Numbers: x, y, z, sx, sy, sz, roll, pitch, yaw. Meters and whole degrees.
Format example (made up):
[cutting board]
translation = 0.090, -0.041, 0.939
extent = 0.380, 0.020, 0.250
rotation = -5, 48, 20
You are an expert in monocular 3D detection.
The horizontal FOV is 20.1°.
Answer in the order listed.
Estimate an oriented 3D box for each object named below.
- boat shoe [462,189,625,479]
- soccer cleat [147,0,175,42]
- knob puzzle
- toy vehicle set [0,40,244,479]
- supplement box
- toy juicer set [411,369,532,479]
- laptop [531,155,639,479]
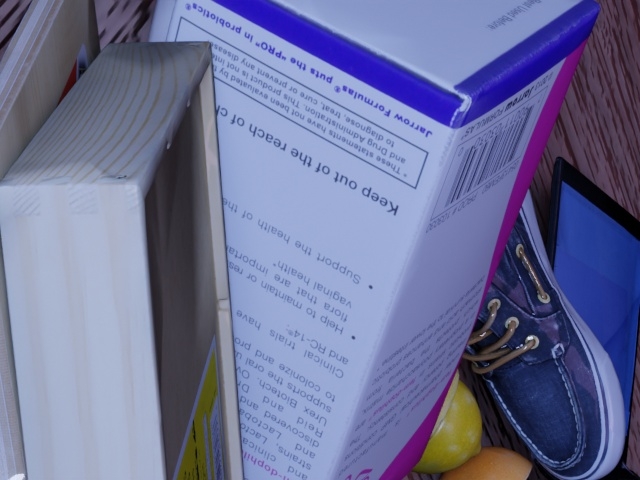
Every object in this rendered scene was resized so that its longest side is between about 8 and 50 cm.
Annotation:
[boat shoe]
translation = 0.084, 0.041, 0.895
extent = 0.083, 0.065, 0.183
rotation = -13, 78, -52
[soccer cleat]
translation = -0.001, -0.070, 0.786
extent = 0.196, 0.068, 0.076
rotation = 8, 81, -54
[knob puzzle]
translation = -0.085, 0.031, 0.547
extent = 0.213, 0.030, 0.213
rotation = -2, 90, -87
[toy vehicle set]
translation = -0.049, 0.086, 0.548
extent = 0.166, 0.035, 0.267
rotation = -80, 167, -72
[supplement box]
translation = 0.000, 0.000, 0.664
extent = 0.111, 0.114, 0.220
rotation = -36, 149, -52
[toy juicer set]
translation = 0.036, 0.149, 0.827
extent = 0.329, 0.089, 0.209
rotation = 29, 67, -54
[laptop]
translation = 0.214, 0.106, 1.020
extent = 0.136, 0.264, 0.234
rotation = -50, 157, 7
